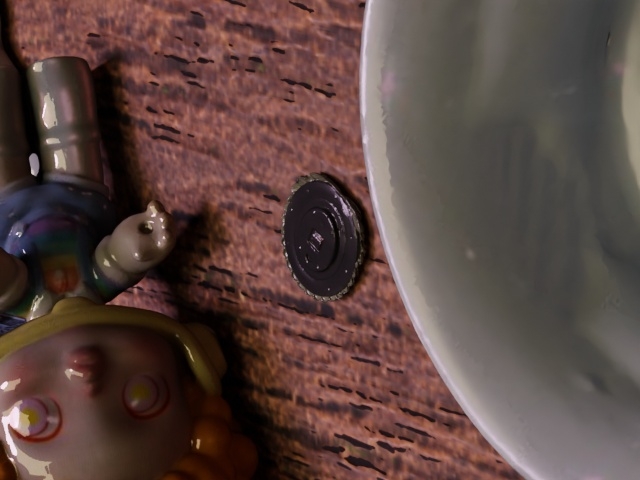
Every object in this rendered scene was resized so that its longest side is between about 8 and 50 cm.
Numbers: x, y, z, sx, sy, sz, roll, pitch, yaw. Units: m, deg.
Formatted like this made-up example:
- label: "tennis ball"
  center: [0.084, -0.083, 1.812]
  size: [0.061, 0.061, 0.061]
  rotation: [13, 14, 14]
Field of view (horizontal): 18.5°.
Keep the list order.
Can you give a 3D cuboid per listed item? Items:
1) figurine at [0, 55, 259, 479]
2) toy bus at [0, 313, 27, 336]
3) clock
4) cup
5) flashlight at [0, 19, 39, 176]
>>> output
- label: "figurine"
  center: [-0.158, 0.069, 1.340]
  size: [0.205, 0.224, 0.382]
  rotation: [143, 132, -70]
- label: "toy bus"
  center: [-0.258, 0.091, 1.518]
  size: [0.190, 0.064, 0.075]
  rotation: [10, 116, 49]
- label: "clock"
  center: [0.000, 0.000, 1.212]
  size: [0.074, 0.010, 0.083]
  rotation: [48, 134, 29]
- label: "cup"
  center: [0.189, -0.049, 0.844]
  size: [0.347, 0.163, 0.347]
  rotation: [22, 119, 46]
- label: "flashlight"
  center: [-0.240, -0.101, 1.442]
  size: [0.200, 0.047, 0.093]
  rotation: [59, 137, 20]
